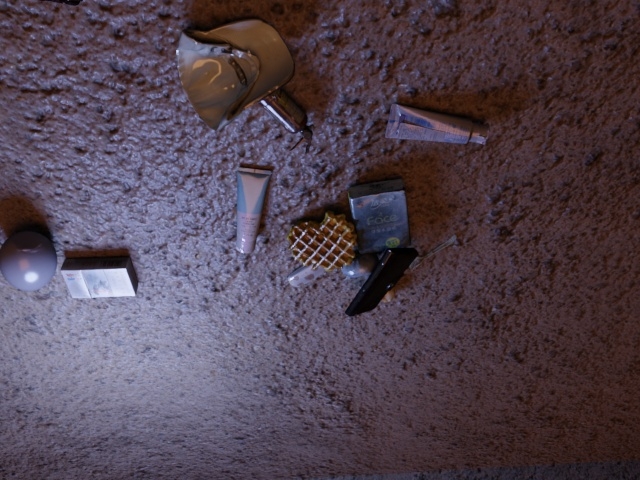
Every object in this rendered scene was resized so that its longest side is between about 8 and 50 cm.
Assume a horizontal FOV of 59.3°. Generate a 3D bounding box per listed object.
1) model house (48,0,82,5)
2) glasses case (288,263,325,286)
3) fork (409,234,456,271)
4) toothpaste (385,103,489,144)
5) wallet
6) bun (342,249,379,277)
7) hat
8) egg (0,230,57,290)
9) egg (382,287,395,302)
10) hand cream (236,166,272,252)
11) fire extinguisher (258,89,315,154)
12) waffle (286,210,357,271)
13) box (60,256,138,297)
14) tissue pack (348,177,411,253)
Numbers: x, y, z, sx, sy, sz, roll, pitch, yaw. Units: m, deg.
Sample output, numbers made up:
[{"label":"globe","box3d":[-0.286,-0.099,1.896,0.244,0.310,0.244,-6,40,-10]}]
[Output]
[{"label":"model house","box3d":[-0.626,-0.639,1.295,0.164,0.203,0.141,-8,102,39]},{"label":"glasses case","box3d":[-0.047,0.119,2.074,0.164,0.041,0.063,-31,126,22]},{"label":"fork","box3d":[0.405,0.045,2.043,0.028,0.034,0.219,30,123,-36]},{"label":"toothpaste","box3d":[0.351,-0.340,1.690,0.300,0.073,0.113,8,131,-1]},{"label":"wallet","box3d":[0.218,0.148,2.002,0.173,0.045,0.318,-2,134,-47]},{"label":"bun","box3d":[0.138,0.075,1.995,0.141,0.141,0.083,-14,108,8]},{"label":"hat","box3d":[-0.222,-0.454,1.514,0.302,0.168,0.257,-26,92,-9]},{"label":"egg","box3d":[-0.981,0.075,1.894,0.176,0.176,0.231,7,131,-9]},{"label":"egg","box3d":[0.251,0.200,2.143,0.071,0.071,0.083,-13,128,8]},{"label":"hand cream","box3d":[-0.237,-0.104,1.870,0.111,0.070,0.312,8,122,-8]},{"label":"fire extinguisher","box3d":[-0.100,-0.356,1.644,0.106,0.075,0.252,-25,130,33]},{"label":"waffle","box3d":[0.000,0.001,1.926,0.253,0.056,0.248,11,126,15]},{"label":"box","box3d":[-0.793,0.134,2.028,0.233,0.067,0.149,-2,130,-1]},{"label":"tissue pack","box3d":[0.201,-0.079,1.891,0.186,0.081,0.257,-10,132,4]}]
